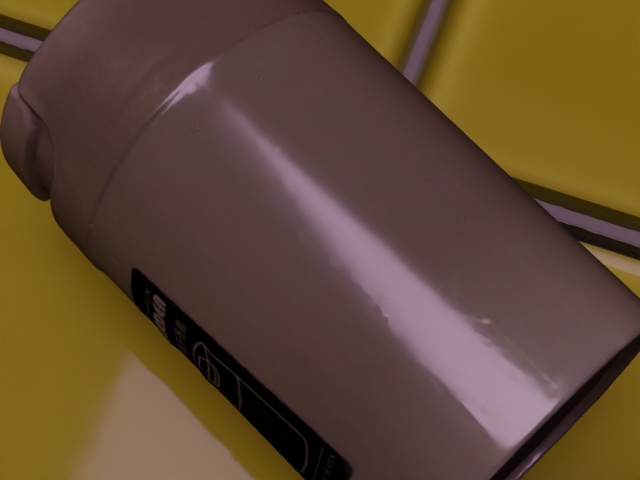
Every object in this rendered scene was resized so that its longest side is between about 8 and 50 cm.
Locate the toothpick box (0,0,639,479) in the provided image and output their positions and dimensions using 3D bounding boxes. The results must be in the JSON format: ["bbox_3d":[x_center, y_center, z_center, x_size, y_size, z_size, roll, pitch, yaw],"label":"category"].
[{"bbox_3d":[0.000,0.000,0.403,0.111,0.111,0.180,-42,74,-14],"label":"toothpick box"}]
